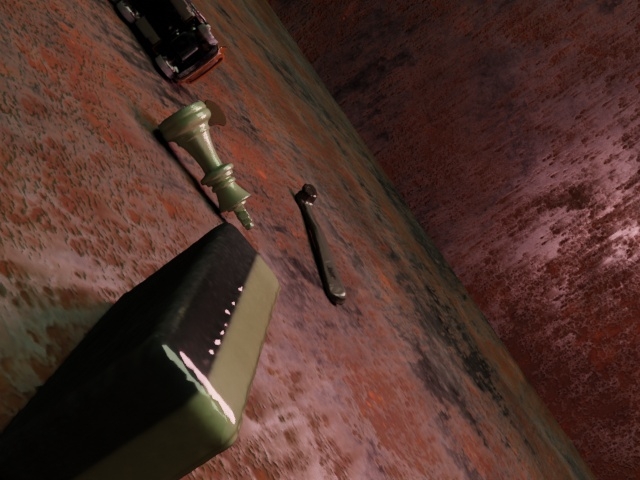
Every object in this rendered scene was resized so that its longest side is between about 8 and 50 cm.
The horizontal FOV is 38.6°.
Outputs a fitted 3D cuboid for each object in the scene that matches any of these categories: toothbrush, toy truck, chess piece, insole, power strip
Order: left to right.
[{"bbox_3d":[-0.205,-0.296,1.198,0.192,0.083,0.092,54,5,3],"label":"toy truck"},{"bbox_3d":[-0.086,0.064,0.521,0.070,0.105,0.256,54,10,-11],"label":"power strip"},{"bbox_3d":[-0.152,-0.179,1.281,0.045,0.002,0.135,53,11,-5],"label":"insole"},{"bbox_3d":[-0.116,-0.075,0.994,0.149,0.059,0.059,60,10,-8],"label":"chess piece"},{"bbox_3d":[0.000,0.000,1.318,0.030,0.030,0.297,21,26,-23],"label":"toothbrush"}]
